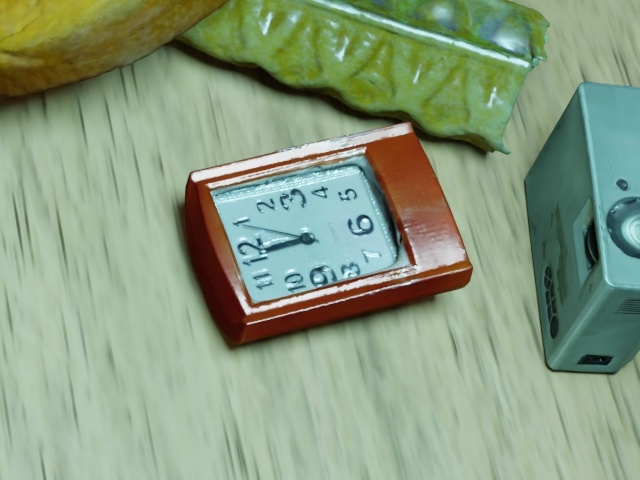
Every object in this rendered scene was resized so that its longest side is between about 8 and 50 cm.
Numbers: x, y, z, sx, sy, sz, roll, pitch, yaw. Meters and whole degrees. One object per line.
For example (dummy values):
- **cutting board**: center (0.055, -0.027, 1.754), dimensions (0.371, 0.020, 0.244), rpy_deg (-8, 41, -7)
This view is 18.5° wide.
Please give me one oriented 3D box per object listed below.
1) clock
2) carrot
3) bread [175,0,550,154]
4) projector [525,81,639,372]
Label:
- **clock**: center (0.000, 0.000, 1.206), dimensions (0.155, 0.061, 0.113), rpy_deg (-12, 63, -17)
- **carrot**: center (-0.154, -0.207, 1.221), dimensions (0.307, 0.100, 0.258), rpy_deg (-38, 53, -6)
- **bread**: center (0.013, -0.143, 1.278), dimensions (0.269, 0.098, 0.087), rpy_deg (19, 18, -3)
- **projector**: center (0.177, -0.007, 1.220), dimensions (0.061, 0.115, 0.147), rpy_deg (3, 59, -11)
